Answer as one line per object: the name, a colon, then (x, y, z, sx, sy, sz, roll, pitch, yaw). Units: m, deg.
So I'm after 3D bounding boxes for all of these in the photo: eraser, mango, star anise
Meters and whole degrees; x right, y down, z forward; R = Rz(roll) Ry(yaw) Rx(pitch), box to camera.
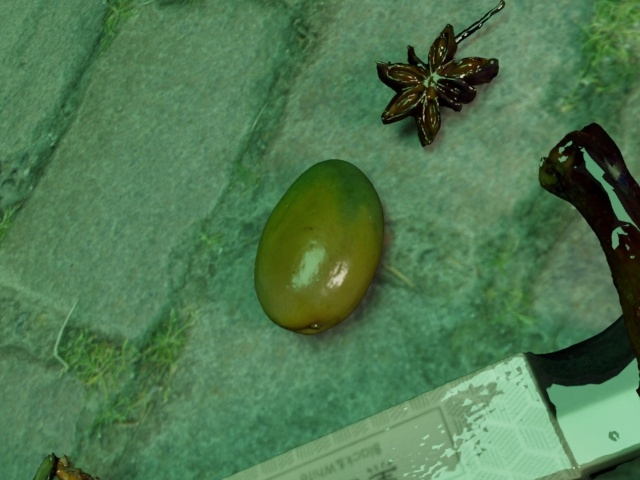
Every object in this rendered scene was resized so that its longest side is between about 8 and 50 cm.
eraser: (0.077, 0.183, 0.554, 0.403, 0.098, 0.096, -26, 59, 16)
mango: (0.000, 0.000, 0.706, 0.130, 0.092, 0.195, -12, 51, 26)
star anise: (0.135, -0.186, 0.743, 0.190, 0.070, 0.097, -45, 79, 0)

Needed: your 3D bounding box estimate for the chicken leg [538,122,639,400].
chicken leg: (0.267, 0.078, 0.410, 0.158, 0.096, 0.407, -34, 63, -18)

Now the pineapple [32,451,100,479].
pineapple: (-0.225, 0.299, 0.653, 0.162, 0.136, 0.176, -66, 17, -15)
